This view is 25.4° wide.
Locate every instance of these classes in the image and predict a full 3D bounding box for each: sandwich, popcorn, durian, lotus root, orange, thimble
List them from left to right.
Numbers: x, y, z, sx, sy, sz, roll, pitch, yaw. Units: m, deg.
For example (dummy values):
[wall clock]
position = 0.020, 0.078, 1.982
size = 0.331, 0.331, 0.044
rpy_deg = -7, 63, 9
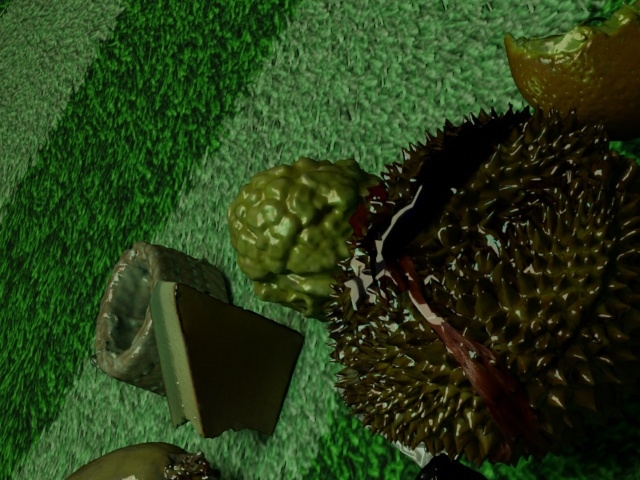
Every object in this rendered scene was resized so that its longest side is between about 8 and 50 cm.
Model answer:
[lotus root]
position = -0.268, 0.364, 2.012
size = 0.343, 0.169, 0.151
rpy_deg = -33, 85, 41
[thimble]
position = -0.244, 0.119, 2.172
size = 0.196, 0.148, 0.229
rpy_deg = -22, 53, 47
[sandwich]
position = -0.155, 0.172, 1.934
size = 0.108, 0.220, 0.186
rpy_deg = 3, 71, 55
[popcorn]
position = 0.000, 0.000, 1.853
size = 0.259, 0.259, 0.212
rpy_deg = -23, 65, 47
[durian]
position = 0.175, 0.054, 1.423
size = 0.384, 0.348, 0.347
rpy_deg = -45, 36, 22
[orange]
position = 0.327, -0.189, 1.521
size = 0.237, 0.158, 0.179
rpy_deg = -22, 3, -5

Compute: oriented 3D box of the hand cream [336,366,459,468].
[hand cream]
position = 0.089, 0.205, 1.722
size = 0.084, 0.050, 0.257
rpy_deg = -60, 35, 2

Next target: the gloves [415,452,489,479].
[gloves]
position = 0.084, 0.361, 1.518
size = 0.301, 0.152, 0.197
rpy_deg = -33, 36, 39
